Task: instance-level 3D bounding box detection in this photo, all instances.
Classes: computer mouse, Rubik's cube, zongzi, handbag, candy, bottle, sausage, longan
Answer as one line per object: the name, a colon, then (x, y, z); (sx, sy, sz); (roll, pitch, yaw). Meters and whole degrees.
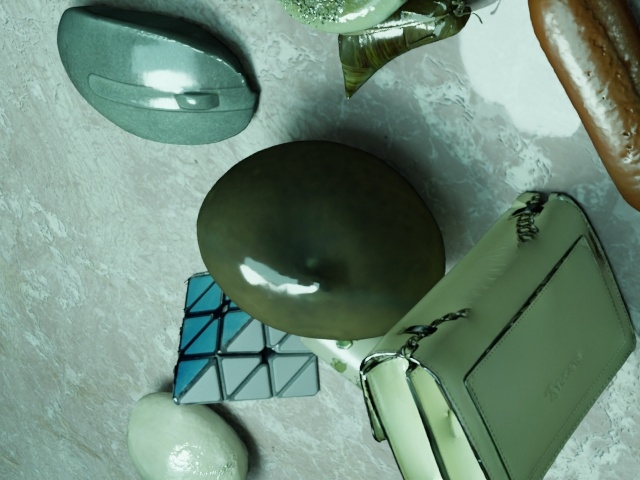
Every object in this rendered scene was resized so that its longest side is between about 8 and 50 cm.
computer mouse: (-0.271, -0.248, 1.561); (0.374, 0.114, 0.203); (19, 132, 28)
Rubik's cube: (-0.127, 0.156, 1.740); (0.228, 0.233, 0.229); (79, -172, -83)
zongzi: (0.101, -0.236, 1.259); (0.187, 0.084, 0.184); (21, 133, 31)
handbag: (0.216, 0.128, 1.244); (0.160, 0.358, 0.236); (1, 121, 43)
candy: (-0.277, 0.432, 2.072); (0.295, 0.185, 0.295); (25, 141, 22)
bottle: (0.100, 0.186, 1.585); (0.253, 0.120, 0.120); (37, 139, 10)
sausage: (0.317, -0.169, 1.118); (0.102, 0.102, 0.330); (-16, 109, 47)
longan: (0.000, 0.000, 1.408); (0.350, 0.288, 0.288); (19, 133, 19)

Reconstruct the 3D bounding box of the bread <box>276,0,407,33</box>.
bread: (0.022, -0.371, 1.182); (0.267, 0.040, 0.267); (8, 103, 34)
